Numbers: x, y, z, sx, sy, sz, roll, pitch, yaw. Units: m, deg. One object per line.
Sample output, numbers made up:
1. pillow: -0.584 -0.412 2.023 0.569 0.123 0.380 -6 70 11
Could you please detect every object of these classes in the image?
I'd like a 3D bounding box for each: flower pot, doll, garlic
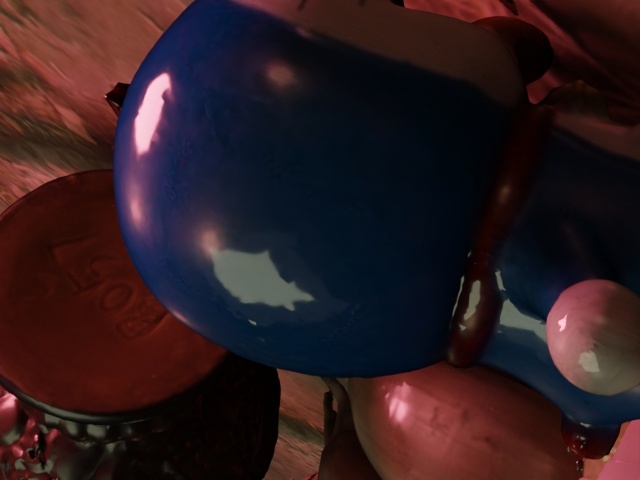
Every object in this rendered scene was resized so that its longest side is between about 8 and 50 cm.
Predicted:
1. flower pot: -0.152 0.095 0.873 0.266 0.266 0.267 31 150 9
2. doll: 0.052 -0.014 0.412 0.257 0.161 0.215 17 -170 7
3. garlic: 0.105 0.175 0.850 0.292 0.210 0.237 26 -166 9

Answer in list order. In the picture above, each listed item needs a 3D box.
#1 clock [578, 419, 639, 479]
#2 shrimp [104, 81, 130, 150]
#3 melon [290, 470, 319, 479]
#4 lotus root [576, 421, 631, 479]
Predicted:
1. clock: 0.183 0.177 0.417 0.166 0.309 0.235 42 160 -19
2. shrimp: 0.000 0.000 0.666 0.290 0.054 0.222 29 162 -12
3. melon: 0.079 0.351 1.136 0.317 0.223 0.223 34 161 2
4. lotus root: 0.211 0.144 0.648 0.135 0.095 0.159 16 115 29
